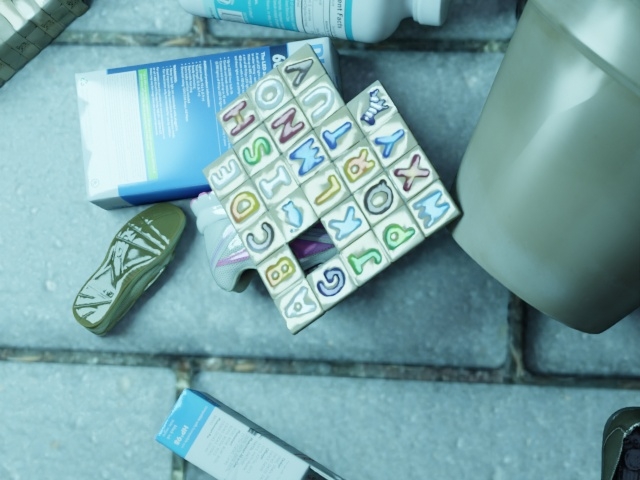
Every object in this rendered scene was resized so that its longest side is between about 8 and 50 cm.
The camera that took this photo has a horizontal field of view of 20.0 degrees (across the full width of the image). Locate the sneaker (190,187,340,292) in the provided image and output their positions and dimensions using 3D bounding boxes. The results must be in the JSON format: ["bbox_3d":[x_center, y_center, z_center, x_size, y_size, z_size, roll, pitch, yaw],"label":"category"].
[{"bbox_3d":[0.000,0.000,1.778,0.252,0.103,0.111,-6,83,15],"label":"sneaker"}]

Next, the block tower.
[{"bbox_3d":[-0.275,-0.279,1.849,0.335,0.097,0.091,-43,79,2],"label":"block tower"}]

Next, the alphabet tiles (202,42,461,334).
[{"bbox_3d":[-0.003,-0.062,1.707,0.198,0.009,0.237,-37,66,16],"label":"alphabet tiles"}]

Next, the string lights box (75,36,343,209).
[{"bbox_3d":[-0.106,-0.115,1.813,0.260,0.077,0.133,-7,82,7],"label":"string lights box"}]

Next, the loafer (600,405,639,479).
[{"bbox_3d":[0.294,0.266,1.708,0.080,0.078,0.220,-4,82,7],"label":"loafer"}]

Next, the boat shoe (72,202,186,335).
[{"bbox_3d":[-0.188,0.029,1.827,0.056,0.048,0.153,32,81,23],"label":"boat shoe"}]

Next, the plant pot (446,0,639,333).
[{"bbox_3d":[0.269,-0.077,1.667,0.323,0.323,0.280,38,106,11],"label":"plant pot"}]

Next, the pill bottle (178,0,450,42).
[{"bbox_3d":[-0.002,-0.276,1.785,0.264,0.146,0.146,10,84,8],"label":"pill bottle"}]

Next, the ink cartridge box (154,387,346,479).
[{"bbox_3d":[-0.061,0.215,1.749,0.180,0.104,0.060,31,87,11],"label":"ink cartridge box"}]
